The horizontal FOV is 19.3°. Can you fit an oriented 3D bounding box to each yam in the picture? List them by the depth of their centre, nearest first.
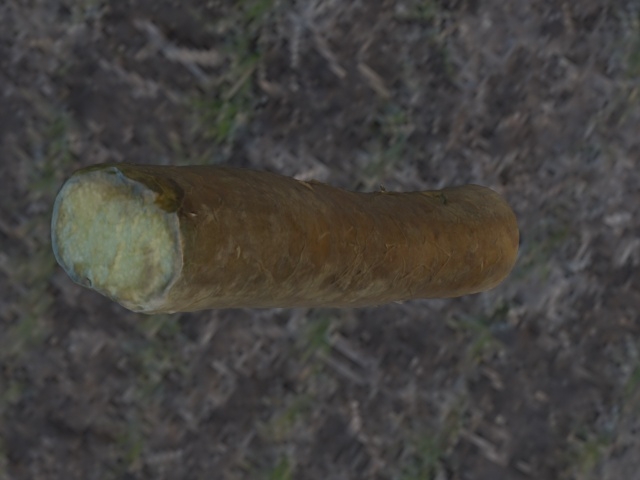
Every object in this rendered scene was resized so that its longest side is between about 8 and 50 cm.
[{"bbox_3d":[0.000,0.000,0.832,0.066,0.299,0.066,0,90,33],"label":"yam"}]
